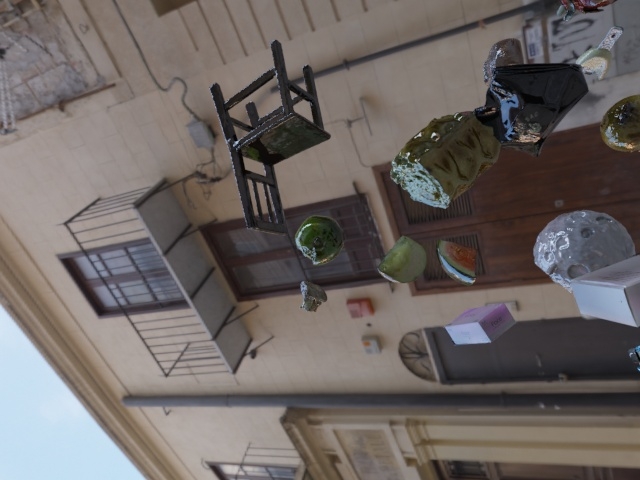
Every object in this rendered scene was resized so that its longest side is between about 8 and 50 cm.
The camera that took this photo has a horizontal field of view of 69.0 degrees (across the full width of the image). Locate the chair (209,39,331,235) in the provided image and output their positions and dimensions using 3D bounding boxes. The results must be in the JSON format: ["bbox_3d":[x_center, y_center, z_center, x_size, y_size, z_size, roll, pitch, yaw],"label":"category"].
[{"bbox_3d":[-0.103,-0.255,1.227,0.203,0.240,0.416,8,-119,-64],"label":"chair"}]

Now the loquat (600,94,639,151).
[{"bbox_3d":[0.946,-0.345,1.401,0.204,0.172,0.149,26,-148,-30],"label":"loquat"}]

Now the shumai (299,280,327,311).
[{"bbox_3d":[-0.044,0.248,2.001,0.116,0.145,0.145,-55,-26,7],"label":"shumai"}]

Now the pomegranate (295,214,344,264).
[{"bbox_3d":[0.000,0.000,2.234,0.302,0.235,0.236,67,-164,-84],"label":"pomegranate"}]

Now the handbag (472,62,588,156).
[{"bbox_3d":[0.627,-0.416,1.467,0.342,0.287,0.152,102,172,-56],"label":"handbag"}]

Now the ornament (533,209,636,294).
[{"bbox_3d":[0.986,0.045,1.735,0.337,0.337,0.337,-9,-90,-66],"label":"ornament"}]

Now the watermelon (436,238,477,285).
[{"bbox_3d":[0.470,0.093,1.585,0.193,0.137,0.145,42,-137,-24],"label":"watermelon"}]

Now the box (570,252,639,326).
[{"bbox_3d":[0.768,0.101,1.094,0.203,0.251,0.106,180,72,-86],"label":"box"}]

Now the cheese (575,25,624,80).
[{"bbox_3d":[1.065,-0.710,1.758,0.235,0.127,0.050,88,-155,-69],"label":"cheese"}]

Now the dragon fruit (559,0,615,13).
[{"bbox_3d":[0.654,-0.637,1.111,0.182,0.182,0.189,58,-174,-41],"label":"dragon fruit"}]

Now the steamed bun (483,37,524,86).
[{"bbox_3d":[0.685,-0.675,1.765,0.175,0.106,0.145,132,140,-68],"label":"steamed bun"}]

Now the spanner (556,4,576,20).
[{"bbox_3d":[0.963,-0.950,1.651,0.095,0.325,0.040,0,-139,-40],"label":"spanner"}]

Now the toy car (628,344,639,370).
[{"bbox_3d":[1.044,0.381,1.425,0.161,0.126,0.098,39,-137,-22],"label":"toy car"}]

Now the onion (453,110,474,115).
[{"bbox_3d":[0.530,-0.413,1.776,0.159,0.194,0.160,167,90,-78],"label":"onion"}]

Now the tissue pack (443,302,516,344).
[{"bbox_3d":[0.611,0.324,1.800,0.148,0.246,0.093,-29,-95,-21],"label":"tissue pack"}]

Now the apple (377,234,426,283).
[{"bbox_3d":[0.401,0.119,2.262,0.265,0.193,0.120,-48,-8,-30],"label":"apple"}]

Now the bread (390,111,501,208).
[{"bbox_3d":[0.359,-0.239,1.367,0.252,0.238,0.196,-50,-48,-21],"label":"bread"}]
